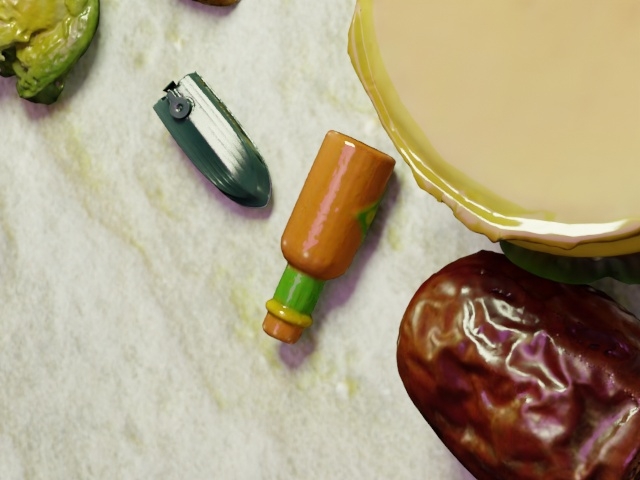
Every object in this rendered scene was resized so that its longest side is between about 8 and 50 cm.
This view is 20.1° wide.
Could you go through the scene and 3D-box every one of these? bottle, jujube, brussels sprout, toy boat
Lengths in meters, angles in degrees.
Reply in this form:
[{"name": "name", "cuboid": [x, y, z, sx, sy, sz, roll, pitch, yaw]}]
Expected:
[{"name": "bottle", "cuboid": [0.000, 0.000, 1.566, 0.069, 0.069, 0.187, 28, 97, 25]}, {"name": "jujube", "cuboid": [0.179, 0.118, 1.418, 0.243, 0.183, 0.183, 38, 99, 32]}, {"name": "brussels sprout", "cuboid": [-0.269, -0.225, 1.706, 0.139, 0.100, 0.181, 14, 87, 15]}, {"name": "toy boat", "cuboid": [-0.091, -0.085, 1.625, 0.055, 0.060, 0.141, -42, 75, 13]}]

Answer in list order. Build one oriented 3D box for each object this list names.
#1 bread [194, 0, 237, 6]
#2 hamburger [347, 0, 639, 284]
[{"name": "bread", "cuboid": [-0.111, -0.261, 1.651, 0.083, 0.070, 0.077, 23, 92, 28]}, {"name": "hamburger", "cuboid": [0.232, -0.178, 1.364, 0.395, 0.277, 0.396, -1, 88, 20]}]
